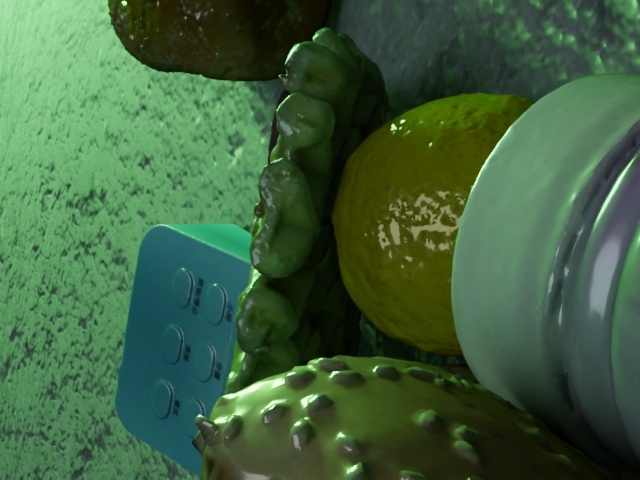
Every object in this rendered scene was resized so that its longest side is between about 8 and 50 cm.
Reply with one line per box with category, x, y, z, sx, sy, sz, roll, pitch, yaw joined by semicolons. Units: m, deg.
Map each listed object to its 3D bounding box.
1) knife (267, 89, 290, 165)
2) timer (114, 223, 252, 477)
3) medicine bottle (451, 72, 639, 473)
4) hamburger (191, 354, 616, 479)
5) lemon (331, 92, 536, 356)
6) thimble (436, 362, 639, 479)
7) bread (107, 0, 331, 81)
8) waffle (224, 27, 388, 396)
knife;-0.031;-0.036;1.081;0.035;0.018;0.247;-18;57;23
timer;-0.088;0.119;1.136;0.250;0.091;0.232;26;109;48
medicine bottle;0.237;0.041;0.535;0.325;0.212;0.212;23;107;56
hamburger;0.105;0.261;0.539;0.268;0.445;0.287;-41;33;-6
lemon;0.101;-0.009;0.772;0.193;0.180;0.181;172;99;-65
thimble;0.123;0.169;0.759;0.137;0.143;0.191;-43;53;46
bread;-0.113;-0.251;1.114;0.246;0.176;0.196;15;99;56
waffle;0.000;0.000;0.891;0.056;0.292;0.309;9;89;14
